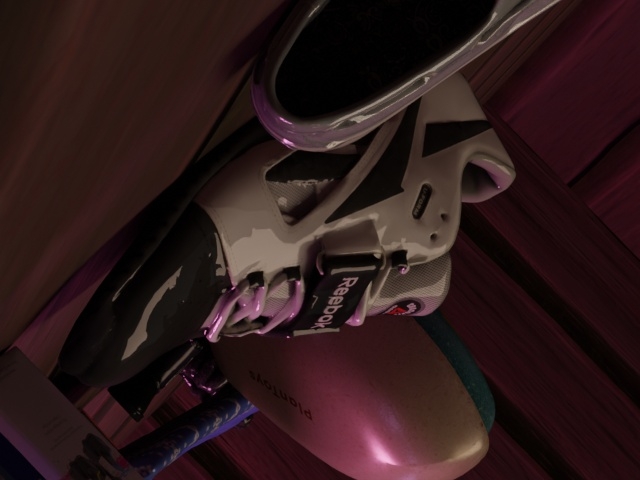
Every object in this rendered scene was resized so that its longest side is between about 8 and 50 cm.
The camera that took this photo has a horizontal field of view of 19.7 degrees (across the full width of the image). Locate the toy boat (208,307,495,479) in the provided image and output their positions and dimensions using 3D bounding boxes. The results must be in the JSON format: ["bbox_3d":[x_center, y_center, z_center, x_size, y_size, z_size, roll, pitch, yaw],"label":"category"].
[{"bbox_3d":[0.027,0.029,1.293,0.148,0.267,0.318,-36,143,-27],"label":"toy boat"}]

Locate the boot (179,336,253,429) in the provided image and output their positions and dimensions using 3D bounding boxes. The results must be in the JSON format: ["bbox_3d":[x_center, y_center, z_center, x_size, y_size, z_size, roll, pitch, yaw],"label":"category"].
[{"bbox_3d":[-0.045,0.096,2.101,0.260,0.131,0.348,-51,168,-7],"label":"boot"}]

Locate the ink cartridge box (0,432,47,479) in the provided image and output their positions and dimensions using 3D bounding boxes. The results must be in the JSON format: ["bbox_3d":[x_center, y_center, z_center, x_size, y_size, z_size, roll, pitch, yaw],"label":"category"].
[{"bbox_3d":[-0.226,0.210,0.735,0.270,0.151,0.395,-43,177,5],"label":"ink cartridge box"}]

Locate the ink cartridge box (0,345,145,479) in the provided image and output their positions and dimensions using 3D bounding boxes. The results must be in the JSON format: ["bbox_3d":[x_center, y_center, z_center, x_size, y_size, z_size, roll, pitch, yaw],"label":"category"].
[{"bbox_3d":[-0.138,0.159,0.953,0.104,0.181,0.061,-44,178,21],"label":"ink cartridge box"}]

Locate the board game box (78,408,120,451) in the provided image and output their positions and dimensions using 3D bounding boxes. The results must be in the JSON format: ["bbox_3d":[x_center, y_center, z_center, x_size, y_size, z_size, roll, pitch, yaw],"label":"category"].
[{"bbox_3d":[-0.257,0.351,1.703,0.316,0.242,0.064,-43,179,-21],"label":"board game box"}]

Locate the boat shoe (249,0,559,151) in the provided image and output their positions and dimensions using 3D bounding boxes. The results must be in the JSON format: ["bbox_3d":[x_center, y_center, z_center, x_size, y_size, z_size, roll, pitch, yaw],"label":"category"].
[{"bbox_3d":[0.065,-0.118,0.769,0.227,0.079,0.081,-41,-178,2],"label":"boat shoe"}]

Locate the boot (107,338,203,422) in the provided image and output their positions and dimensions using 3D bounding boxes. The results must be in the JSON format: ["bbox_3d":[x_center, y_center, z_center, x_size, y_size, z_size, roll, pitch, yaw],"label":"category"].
[{"bbox_3d":[-0.161,0.129,1.832,0.099,0.045,0.121,-42,-175,-3],"label":"boot"}]

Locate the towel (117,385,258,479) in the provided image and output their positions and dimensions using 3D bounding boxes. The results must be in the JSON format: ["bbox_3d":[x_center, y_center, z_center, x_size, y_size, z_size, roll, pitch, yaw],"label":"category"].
[{"bbox_3d":[-0.143,0.182,1.463,0.243,0.040,0.336,-32,178,25],"label":"towel"}]

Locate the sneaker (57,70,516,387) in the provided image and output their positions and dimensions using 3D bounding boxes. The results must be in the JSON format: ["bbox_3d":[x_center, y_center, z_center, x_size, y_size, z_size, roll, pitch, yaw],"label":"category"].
[{"bbox_3d":[0.000,0.000,1.034,0.330,0.146,0.122,-41,178,-36],"label":"sneaker"}]

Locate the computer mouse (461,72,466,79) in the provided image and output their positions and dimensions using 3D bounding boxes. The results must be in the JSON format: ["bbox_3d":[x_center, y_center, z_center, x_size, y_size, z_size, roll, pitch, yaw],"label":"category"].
[{"bbox_3d":[0.040,-0.088,1.579,0.242,0.041,0.071,-34,174,-37],"label":"computer mouse"}]
